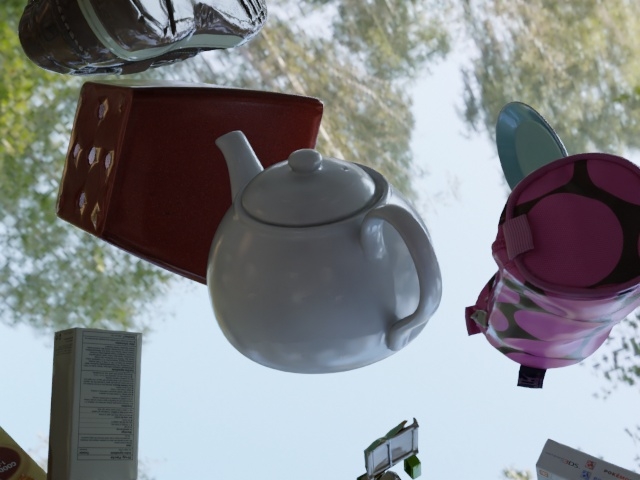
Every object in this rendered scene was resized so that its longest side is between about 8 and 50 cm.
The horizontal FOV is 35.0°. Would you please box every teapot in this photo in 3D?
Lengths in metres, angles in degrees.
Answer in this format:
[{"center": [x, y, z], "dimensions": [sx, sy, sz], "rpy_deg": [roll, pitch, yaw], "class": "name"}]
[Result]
[{"center": [0.000, 0.000, 1.005], "dimensions": [0.255, 0.187, 0.253], "rpy_deg": [0, -150, 11], "class": "teapot"}]

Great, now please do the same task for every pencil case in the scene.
[{"center": [0.139, 0.022, 0.601], "dimensions": [0.098, 0.209, 0.095], "rpy_deg": [1, -110, 6], "class": "pencil case"}]

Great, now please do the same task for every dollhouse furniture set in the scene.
[{"center": [0.075, 0.260, 1.216], "dimensions": [0.076, 0.152, 0.058], "rpy_deg": [-26, -134, -21], "class": "dollhouse furniture set"}]

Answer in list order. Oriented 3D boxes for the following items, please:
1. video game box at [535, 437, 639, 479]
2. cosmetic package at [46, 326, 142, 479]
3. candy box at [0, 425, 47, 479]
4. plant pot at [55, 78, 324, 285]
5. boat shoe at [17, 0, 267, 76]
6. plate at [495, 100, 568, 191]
[{"center": [0.362, 0.341, 1.240], "dimensions": [0.187, 0.205, 0.048], "rpy_deg": [20, -122, 31], "class": "video game box"}, {"center": [-0.172, 0.126, 0.772], "dimensions": [0.041, 0.060, 0.115], "rpy_deg": [-15, -111, 50], "class": "cosmetic package"}, {"center": [-0.266, 0.255, 0.805], "dimensions": [0.316, 0.183, 0.087], "rpy_deg": [36, -142, 27], "class": "candy box"}, {"center": [-0.187, -0.087, 1.300], "dimensions": [0.267, 0.235, 0.267], "rpy_deg": [19, -83, 57], "class": "plant pot"}, {"center": [-0.120, -0.161, 0.693], "dimensions": [0.095, 0.095, 0.257], "rpy_deg": [-23, -175, 21], "class": "boat shoe"}, {"center": [0.302, -0.106, 1.401], "dimensions": [0.024, 0.188, 0.188], "rpy_deg": [-21, -139, -15], "class": "plate"}]
